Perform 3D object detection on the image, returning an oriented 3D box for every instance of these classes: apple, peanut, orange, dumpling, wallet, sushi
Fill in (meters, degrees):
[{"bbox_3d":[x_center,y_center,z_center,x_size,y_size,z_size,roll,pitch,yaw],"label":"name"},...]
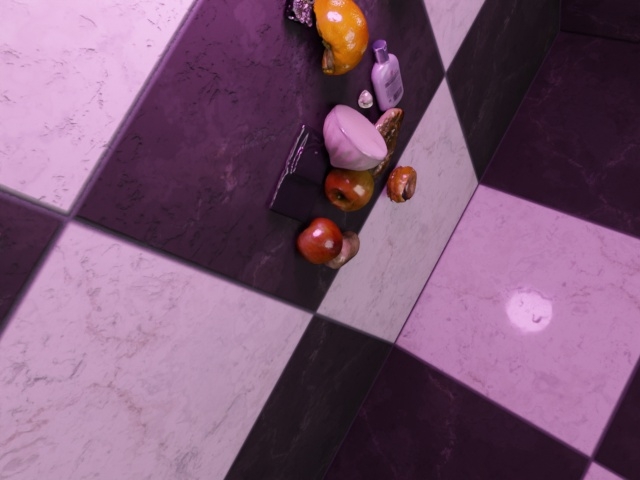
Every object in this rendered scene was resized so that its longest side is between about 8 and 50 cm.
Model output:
[{"bbox_3d":[0.000,0.000,1.876,0.195,0.160,0.173,-50,126,-33],"label":"apple"},{"bbox_3d":[0.090,0.036,2.052,0.224,0.129,0.129,-39,142,-49],"label":"peanut"},{"bbox_3d":[0.065,-0.630,1.454,0.237,0.158,0.179,77,26,-43],"label":"orange"},{"bbox_3d":[0.171,-0.541,1.815,0.059,0.043,0.077,-46,165,2],"label":"dumpling"},{"bbox_3d":[-0.056,-0.233,1.702,0.247,0.041,0.323,19,96,-58],"label":"wallet"},{"bbox_3d":[-0.061,-0.669,1.349,0.083,0.056,0.084,-6,119,-47],"label":"sushi"},{"bbox_3d":[0.115,-0.213,1.837,0.196,0.196,0.196,-37,140,-38],"label":"apple"}]

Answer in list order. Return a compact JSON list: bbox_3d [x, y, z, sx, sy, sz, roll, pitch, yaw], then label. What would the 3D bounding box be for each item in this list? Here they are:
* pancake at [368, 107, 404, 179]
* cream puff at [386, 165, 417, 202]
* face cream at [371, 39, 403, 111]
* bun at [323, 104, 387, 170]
[{"bbox_3d":[0.243,-0.392,1.974,0.356,0.065,0.356,-50,163,-22],"label":"pancake"},{"bbox_3d":[0.383,-0.268,2.263,0.189,0.129,0.189,-36,134,-49],"label":"cream puff"},{"bbox_3d":[0.253,-0.641,1.831,0.144,0.071,0.291,-52,149,-12],"label":"face cream"},{"bbox_3d":[0.098,-0.342,1.706,0.175,0.263,0.263,-43,162,32],"label":"bun"}]
